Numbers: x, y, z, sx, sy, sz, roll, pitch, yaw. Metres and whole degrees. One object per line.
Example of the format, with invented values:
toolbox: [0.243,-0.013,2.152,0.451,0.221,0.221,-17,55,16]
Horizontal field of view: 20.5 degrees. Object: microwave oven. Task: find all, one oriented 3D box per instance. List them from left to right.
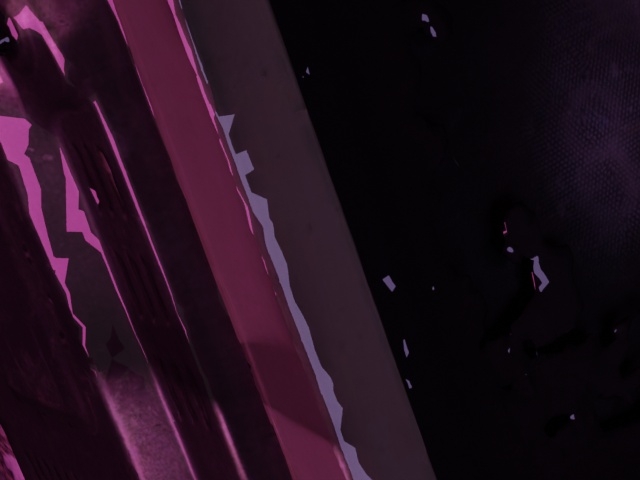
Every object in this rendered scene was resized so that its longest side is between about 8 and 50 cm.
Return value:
microwave oven: [0.000,0.000,0.568,0.286,0.218,0.355,9,123,56]
